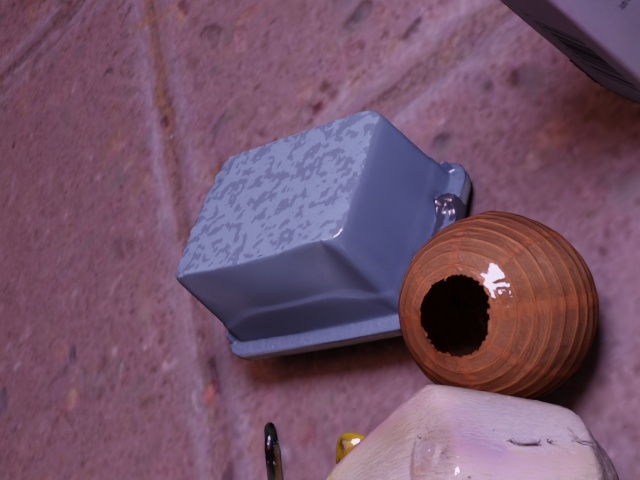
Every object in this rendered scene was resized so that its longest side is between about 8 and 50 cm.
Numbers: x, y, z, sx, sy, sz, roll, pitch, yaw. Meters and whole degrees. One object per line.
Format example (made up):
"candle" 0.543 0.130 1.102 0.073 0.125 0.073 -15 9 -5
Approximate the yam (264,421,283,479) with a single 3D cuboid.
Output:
"yam" -0.037 0.200 0.949 0.014 0.014 0.107 -31 50 31

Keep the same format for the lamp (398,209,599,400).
"lamp" 0.121 0.047 0.783 0.136 0.136 0.136 -22 55 36

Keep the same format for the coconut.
"coconut" 0.087 0.169 0.700 0.171 0.183 0.170 -172 90 -77

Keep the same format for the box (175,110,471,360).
"box" 0.000 0.000 0.929 0.227 0.130 0.162 -13 46 40

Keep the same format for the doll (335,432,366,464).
"doll" 0.034 0.291 0.773 0.103 0.146 0.316 122 160 -61

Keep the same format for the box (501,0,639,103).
"box" 0.194 -0.225 0.720 0.200 0.299 0.106 -56 41 7
